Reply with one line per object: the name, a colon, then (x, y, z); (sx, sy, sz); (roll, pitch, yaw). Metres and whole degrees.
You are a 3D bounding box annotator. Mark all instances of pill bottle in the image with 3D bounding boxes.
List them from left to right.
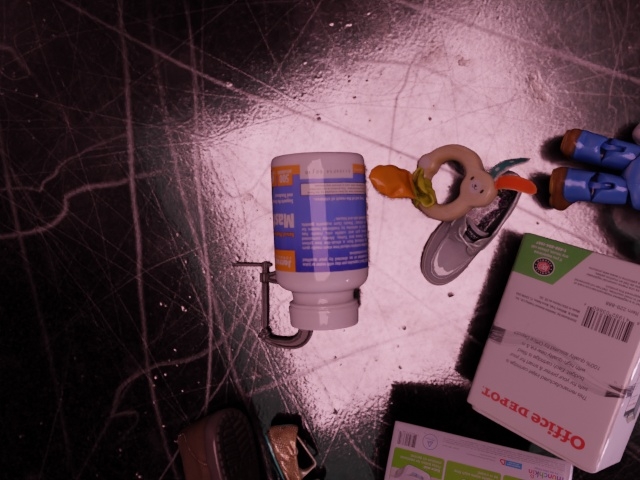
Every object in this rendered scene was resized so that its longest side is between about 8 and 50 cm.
pill bottle: (0.000, 0.000, 0.914); (0.152, 0.152, 0.272); (-2, 93, 6)

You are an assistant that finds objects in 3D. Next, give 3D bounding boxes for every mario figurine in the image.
mario figurine: (0.521, -0.068, 0.851); (0.320, 0.170, 0.198); (19, 123, 30)

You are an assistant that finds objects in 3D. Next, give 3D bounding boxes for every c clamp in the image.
c clamp: (-0.079, 0.113, 0.998); (0.137, 0.022, 0.160); (-5, 91, 1)

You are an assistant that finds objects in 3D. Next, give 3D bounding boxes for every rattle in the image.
rattle: (0.200, -0.101, 0.860); (0.143, 0.200, 0.130); (34, 76, -38)

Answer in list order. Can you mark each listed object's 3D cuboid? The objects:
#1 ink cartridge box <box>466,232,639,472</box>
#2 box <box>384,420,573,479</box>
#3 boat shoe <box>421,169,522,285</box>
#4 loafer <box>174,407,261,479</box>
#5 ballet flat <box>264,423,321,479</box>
ink cartridge box: (0.376, 0.158, 0.855); (0.211, 0.121, 0.289); (24, 98, 44)
box: (0.226, 0.419, 0.857); (0.262, 0.127, 0.231); (5, 71, 23)
boat shoe: (0.243, -0.022, 0.924); (0.079, 0.081, 0.227); (37, 96, 3)
loafer: (-0.168, 0.475, 0.988); (0.130, 0.134, 0.366); (-11, 82, 31)
ballet flat: (-0.033, 0.414, 0.987); (0.067, 0.073, 0.206); (-20, 95, -8)
